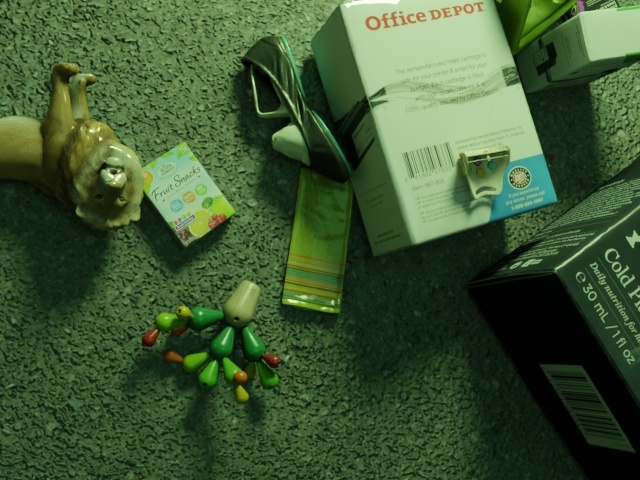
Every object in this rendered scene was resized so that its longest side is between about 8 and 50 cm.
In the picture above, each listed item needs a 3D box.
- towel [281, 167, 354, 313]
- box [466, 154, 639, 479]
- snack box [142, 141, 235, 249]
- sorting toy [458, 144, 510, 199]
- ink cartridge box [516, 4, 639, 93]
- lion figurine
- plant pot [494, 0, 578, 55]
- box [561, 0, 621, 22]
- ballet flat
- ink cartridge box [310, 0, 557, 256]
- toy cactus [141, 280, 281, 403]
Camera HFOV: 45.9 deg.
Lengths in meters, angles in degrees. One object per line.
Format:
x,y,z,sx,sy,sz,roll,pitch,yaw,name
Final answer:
0.000,0.000,1.269,0.102,0.021,0.237,10,80,-15,towel
0.600,0.134,1.280,0.471,0.297,0.480,-34,93,-19,box
-0.218,-0.071,1.209,0.100,0.037,0.141,-36,93,-17,snack box
0.250,-0.103,1.162,0.083,0.045,0.075,-11,94,-22,sorting toy
0.470,-0.336,1.344,0.153,0.208,0.087,-12,89,-16,ink cartridge box
-0.455,-0.139,1.120,0.391,0.142,0.240,2,90,-1,lion figurine
0.350,-0.506,1.313,0.228,0.227,0.207,-40,69,-15,plant pot
0.501,-0.482,1.463,0.116,0.029,0.162,-28,90,-16,box
-0.049,-0.204,1.252,0.096,0.095,0.281,-26,80,-7,ballet flat
0.184,-0.203,1.263,0.285,0.166,0.395,-15,87,-21,ink cartridge box
-0.148,0.143,1.179,0.218,0.112,0.181,26,67,-2,toy cactus
